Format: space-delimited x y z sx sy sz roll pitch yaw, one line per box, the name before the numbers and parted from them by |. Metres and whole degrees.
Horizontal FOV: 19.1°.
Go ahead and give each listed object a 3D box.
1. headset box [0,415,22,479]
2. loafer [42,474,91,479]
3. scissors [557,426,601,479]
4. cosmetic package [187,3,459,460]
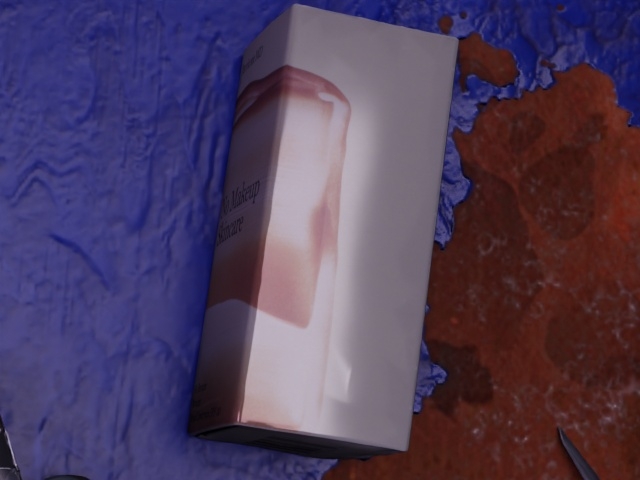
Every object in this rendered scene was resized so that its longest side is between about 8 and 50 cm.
headset box | -0.246 0.179 1.182 0.110 0.293 0.218 -16 86 -17
loafer | -0.120 0.280 1.324 0.096 0.084 0.267 -33 86 13
scissors | 0.264 0.263 1.400 0.109 0.021 0.297 -2 53 -24
cosmetic package | 0.000 0.000 1.354 0.129 0.153 0.296 11 77 -14
